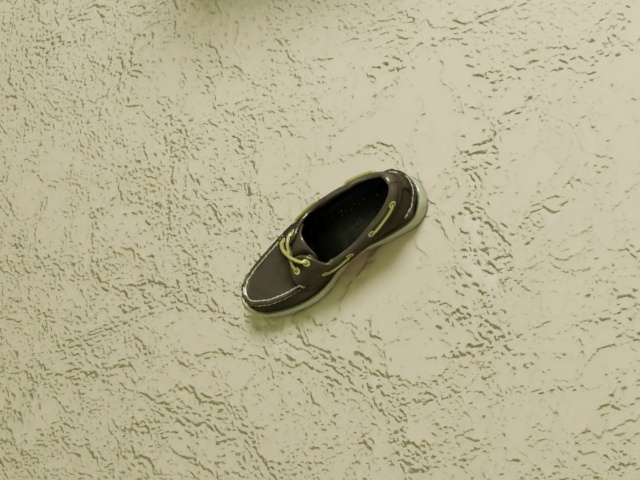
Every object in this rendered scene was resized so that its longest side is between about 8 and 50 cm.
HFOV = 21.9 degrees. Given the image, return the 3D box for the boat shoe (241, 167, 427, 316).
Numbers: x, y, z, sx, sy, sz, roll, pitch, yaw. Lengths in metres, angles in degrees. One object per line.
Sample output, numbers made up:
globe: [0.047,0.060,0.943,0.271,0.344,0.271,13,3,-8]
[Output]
boat shoe: [0.000,0.000,1.683,0.228,0.068,0.081,-36,64,20]
